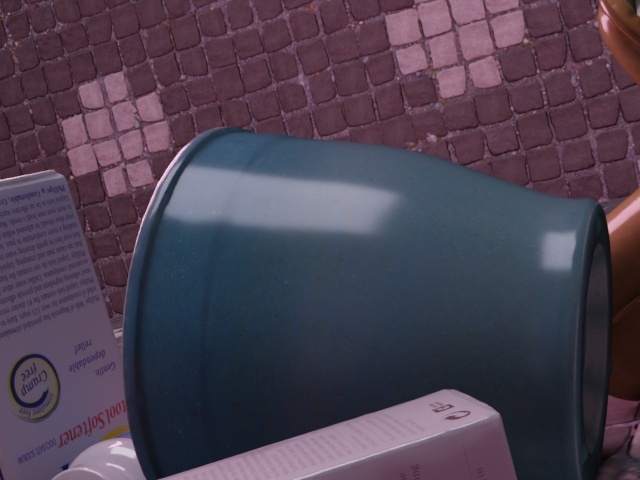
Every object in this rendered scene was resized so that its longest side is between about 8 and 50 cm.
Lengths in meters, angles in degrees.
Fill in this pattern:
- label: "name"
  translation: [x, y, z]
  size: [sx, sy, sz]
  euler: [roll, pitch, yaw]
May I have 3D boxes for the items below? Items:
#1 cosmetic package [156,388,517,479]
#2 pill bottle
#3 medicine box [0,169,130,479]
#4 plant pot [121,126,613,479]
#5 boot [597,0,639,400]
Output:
- label: "cosmetic package"
  translation: [-0.022, 0.157, 0.470]
  size: [0.231, 0.117, 0.085]
  euler: [-14, 2, -10]
- label: "pill bottle"
  translation: [-0.122, 0.173, 0.720]
  size: [0.087, 0.087, 0.160]
  euler: [-14, -6, 18]
- label: "medicine box"
  translation: [-0.301, 0.120, 0.827]
  size: [0.264, 0.289, 0.149]
  euler: [-13, 6, 29]
- label: "plant pot"
  translation: [0.052, 0.062, 0.682]
  size: [0.255, 0.271, 0.272]
  euler: [2, 10, 22]
- label: "boot"
  translation: [0.216, -0.021, 0.720]
  size: [0.269, 0.236, 0.089]
  euler: [-52, 2, 43]
